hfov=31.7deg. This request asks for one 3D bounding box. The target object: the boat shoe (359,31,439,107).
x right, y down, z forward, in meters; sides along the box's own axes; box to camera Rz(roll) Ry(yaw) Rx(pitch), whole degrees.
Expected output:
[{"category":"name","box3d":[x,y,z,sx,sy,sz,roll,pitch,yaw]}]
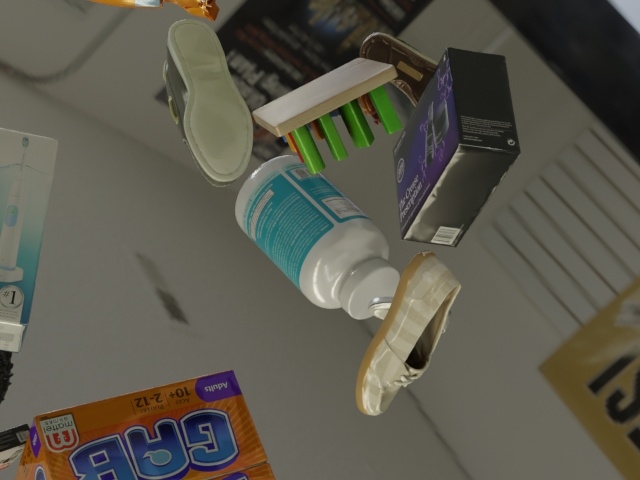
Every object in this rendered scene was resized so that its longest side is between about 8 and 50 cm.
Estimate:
[{"category":"boat shoe","box3d":[0.188,-0.291,2.032,0.257,0.095,0.095,40,-162,-6]}]

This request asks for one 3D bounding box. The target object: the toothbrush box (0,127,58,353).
[{"category":"toothbrush box","box3d":[-0.500,-0.012,1.581,0.216,0.126,0.296,10,-117,-17]}]

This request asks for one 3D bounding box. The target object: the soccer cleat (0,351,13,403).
[{"category":"soccer cleat","box3d":[-0.555,0.156,1.786,0.109,0.116,0.318,73,-174,-45]}]

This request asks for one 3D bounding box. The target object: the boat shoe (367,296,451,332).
[{"category":"boat shoe","box3d":[0.102,0.092,1.329,0.035,0.100,0.035,79,-158,-54]}]

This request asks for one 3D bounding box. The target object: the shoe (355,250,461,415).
[{"category":"shoe","box3d":[0.096,0.116,1.256,0.058,0.219,0.076,33,-149,25]}]

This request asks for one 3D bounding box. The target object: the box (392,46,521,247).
[{"category":"box","box3d":[0.200,-0.137,1.723,0.103,0.261,0.184,8,-124,-12]}]

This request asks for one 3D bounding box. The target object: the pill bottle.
[{"category":"pill bottle","box3d":[0.000,0.000,1.642,0.264,0.146,0.146,45,-170,36]}]

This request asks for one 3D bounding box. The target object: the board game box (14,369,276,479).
[{"category":"board game box","box3d":[-0.295,0.487,1.936,0.356,0.356,0.356,-11,-117,-28]}]

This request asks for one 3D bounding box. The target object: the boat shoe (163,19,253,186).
[{"category":"boat shoe","box3d":[-0.182,-0.207,1.786,0.109,0.091,0.305,-6,-119,-22]}]

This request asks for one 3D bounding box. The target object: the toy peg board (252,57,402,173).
[{"category":"toy peg board","box3d":[0.014,-0.152,1.399,0.079,0.161,0.160,65,173,-17]}]

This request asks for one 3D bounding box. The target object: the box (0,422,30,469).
[{"category":"box","box3d":[-0.597,0.376,1.906,0.207,0.114,0.036,-13,-113,-51]}]

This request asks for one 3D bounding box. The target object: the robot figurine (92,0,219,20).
[{"category":"robot figurine","box3d":[-0.223,-0.311,1.134,0.290,0.085,0.211,13,-130,11]}]
